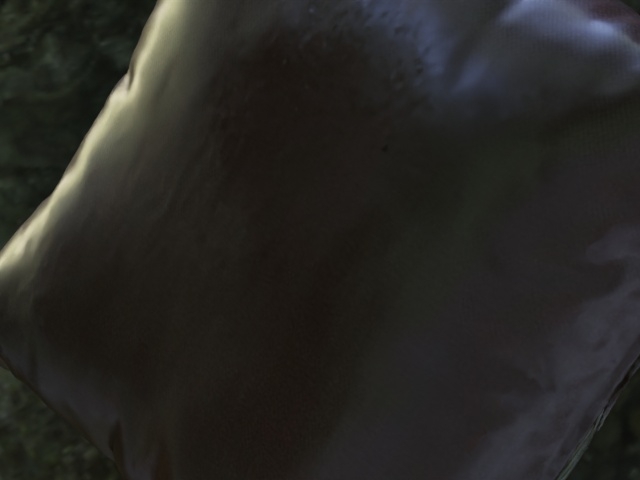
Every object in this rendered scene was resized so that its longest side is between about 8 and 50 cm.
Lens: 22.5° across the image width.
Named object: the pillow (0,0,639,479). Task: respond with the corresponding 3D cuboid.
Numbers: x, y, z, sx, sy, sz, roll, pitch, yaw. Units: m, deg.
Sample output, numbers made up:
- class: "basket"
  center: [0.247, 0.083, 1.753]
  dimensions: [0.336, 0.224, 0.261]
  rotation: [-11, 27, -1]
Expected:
- class: "pillow"
  center: [0.000, 0.000, 0.671]
  dimensions: [0.305, 0.108, 0.308]
  rotation: [39, -74, 32]
